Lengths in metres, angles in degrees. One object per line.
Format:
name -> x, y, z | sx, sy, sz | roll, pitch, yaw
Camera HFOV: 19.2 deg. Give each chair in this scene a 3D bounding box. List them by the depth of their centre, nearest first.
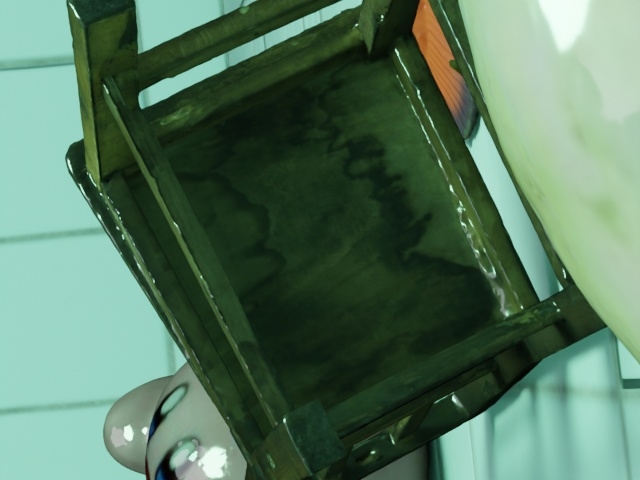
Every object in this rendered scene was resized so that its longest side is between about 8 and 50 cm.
chair -> 0.000, 0.000, 1.012 | 0.241, 0.203, 0.416 | 61, 168, 7

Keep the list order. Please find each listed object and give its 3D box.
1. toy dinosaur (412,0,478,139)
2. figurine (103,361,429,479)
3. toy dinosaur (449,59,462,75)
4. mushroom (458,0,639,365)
toy dinosaur -> 0.067, -0.099, 1.212 | 0.139, 0.070, 0.286 | 51, 155, 35
figurine -> -0.009, 0.170, 1.437 | 0.211, 0.261, 0.270 | -52, 34, 37
toy dinosaur -> 0.100, -0.065, 0.978 | 0.162, 0.039, 0.126 | 108, 148, -73
mushroom -> 0.115, 0.001, 0.437 | 0.236, 0.162, 0.173 | 165, 101, -84
